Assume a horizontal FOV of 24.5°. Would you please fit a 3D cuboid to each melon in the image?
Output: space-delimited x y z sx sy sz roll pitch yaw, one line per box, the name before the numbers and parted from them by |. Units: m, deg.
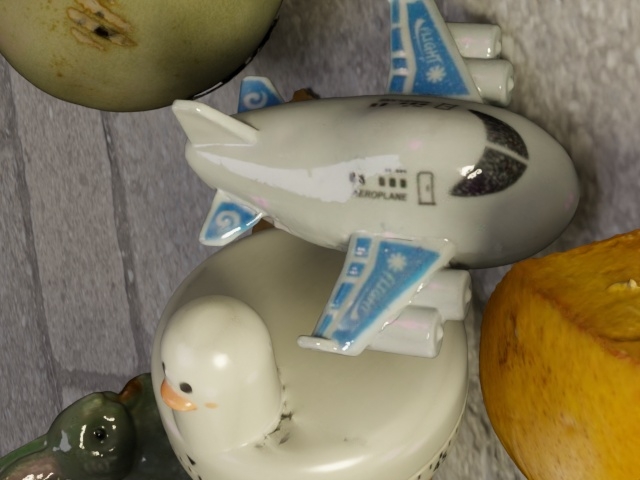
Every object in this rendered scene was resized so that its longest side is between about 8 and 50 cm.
melon | -0.159 -0.235 1.218 0.330 0.268 0.268 153 106 -68

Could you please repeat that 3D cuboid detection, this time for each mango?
mango | 0.182 0.077 0.781 0.350 0.201 0.199 158 131 -69

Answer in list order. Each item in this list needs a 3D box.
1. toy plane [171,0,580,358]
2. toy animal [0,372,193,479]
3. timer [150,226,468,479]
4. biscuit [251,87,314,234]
toy plane | 0.037 -0.047 0.969 0.122 0.267 0.267 65 -178 -66
toy animal | -0.193 0.194 1.420 0.127 0.251 0.125 15 108 59
timer | -0.010 0.083 1.054 0.233 0.233 0.240 57 164 37
biscuit | 0.000 0.000 1.260 0.237 0.013 0.232 46 136 46
